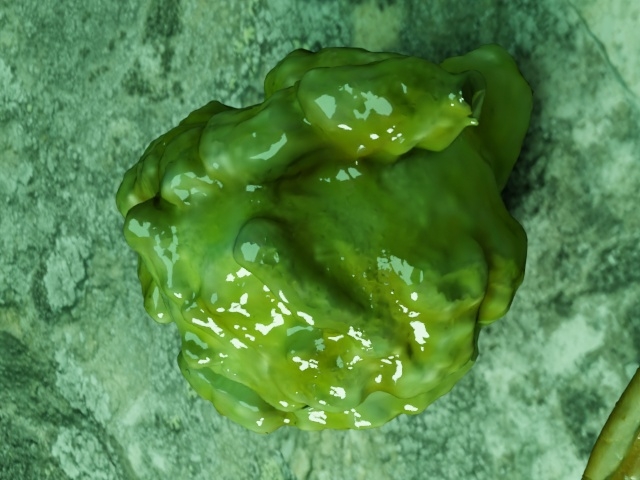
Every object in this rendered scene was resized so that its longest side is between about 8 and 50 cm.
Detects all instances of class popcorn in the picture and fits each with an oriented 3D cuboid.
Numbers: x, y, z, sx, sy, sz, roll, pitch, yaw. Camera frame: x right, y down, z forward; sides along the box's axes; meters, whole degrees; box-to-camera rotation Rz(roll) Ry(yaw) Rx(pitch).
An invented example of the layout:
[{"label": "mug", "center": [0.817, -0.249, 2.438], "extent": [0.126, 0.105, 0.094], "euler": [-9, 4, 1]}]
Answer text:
[{"label": "popcorn", "center": [0.007, 0.000, 1.090], "extent": [0.335, 0.274, 0.279], "euler": [2, 105, 44]}]

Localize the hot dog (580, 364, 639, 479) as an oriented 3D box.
[{"label": "hot dog", "center": [0.248, 0.128, 1.020], "extent": [0.102, 0.076, 0.249], "euler": [24, 121, 2]}]
